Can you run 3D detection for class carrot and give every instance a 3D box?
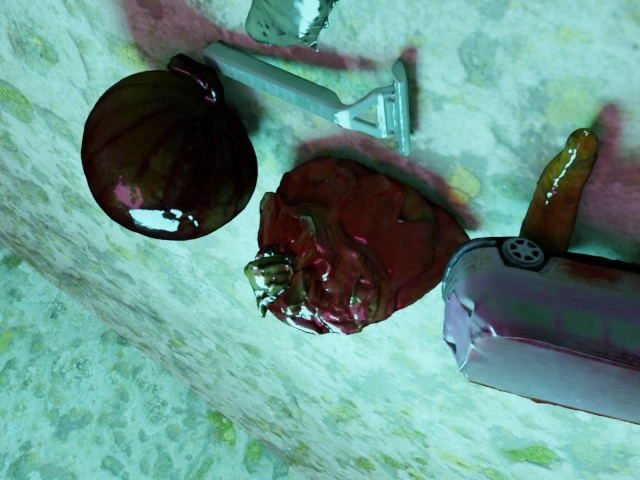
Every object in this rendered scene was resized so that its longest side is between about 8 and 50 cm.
[{"bbox_3d":[0.244,-0.030,0.709,0.059,0.059,0.247,25,146,20],"label":"carrot"}]

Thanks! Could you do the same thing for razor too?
[{"bbox_3d":[-0.025,-0.175,0.780,0.278,0.056,0.111,22,150,24],"label":"razor"}]

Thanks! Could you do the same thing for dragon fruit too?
[{"bbox_3d":[0.000,0.000,0.862,0.317,0.205,0.152,9,141,40],"label":"dragon fruit"}]

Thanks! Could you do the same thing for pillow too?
[{"bbox_3d":[-0.015,-0.254,0.656,0.093,0.051,0.241,41,151,1],"label":"pillow"}]

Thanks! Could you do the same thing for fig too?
[{"bbox_3d":[-0.193,-0.112,0.892,0.215,0.235,0.235,-13,129,26],"label":"fig"}]

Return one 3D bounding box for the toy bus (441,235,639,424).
[{"bbox_3d":[0.276,0.095,0.695,0.303,0.147,0.127,11,134,4],"label":"toy bus"}]
